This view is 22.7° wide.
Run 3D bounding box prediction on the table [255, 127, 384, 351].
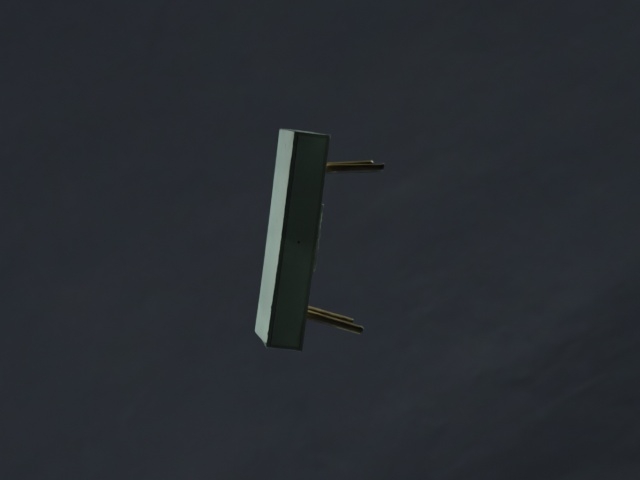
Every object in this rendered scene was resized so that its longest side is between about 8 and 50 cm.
[{"bbox_3d":[0.000,0.000,1.795,0.111,0.240,0.121,6,5,-10],"label":"table"}]
